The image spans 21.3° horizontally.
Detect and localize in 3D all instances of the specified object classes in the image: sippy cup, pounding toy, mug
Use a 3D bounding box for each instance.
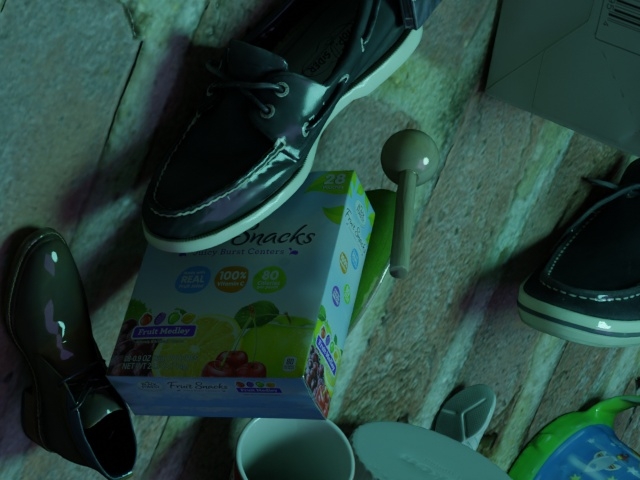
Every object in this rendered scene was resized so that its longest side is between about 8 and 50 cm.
[{"bbox_3d":[0.367,0.365,2.132,0.240,0.224,0.305,-20,128,-41],"label":"sippy cup"},{"bbox_3d":[0.000,0.000,1.551,0.237,0.110,0.183,-49,-164,48],"label":"pounding toy"},{"bbox_3d":[-0.036,0.238,1.649,0.169,0.113,0.150,111,3,-50],"label":"mug"}]

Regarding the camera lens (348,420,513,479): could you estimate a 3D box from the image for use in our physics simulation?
[{"bbox_3d":[0.071,0.353,1.763,0.219,0.219,0.274,1,117,-50],"label":"camera lens"}]

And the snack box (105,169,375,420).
[{"bbox_3d":[-0.062,0.042,1.398,0.070,0.174,0.207,64,32,-47],"label":"snack box"}]

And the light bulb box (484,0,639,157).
[{"bbox_3d":[0.389,-0.299,1.731,0.361,0.225,0.358,-14,123,-43],"label":"light bulb box"}]

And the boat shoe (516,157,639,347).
[{"bbox_3d":[0.388,-0.015,1.958,0.500,0.187,0.156,-27,126,-44],"label":"boat shoe"}]

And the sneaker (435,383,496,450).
[{"bbox_3d":[0.155,0.230,1.946,0.152,0.053,0.061,-60,153,7],"label":"sneaker"}]

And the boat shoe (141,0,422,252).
[{"bbox_3d":[-0.038,-0.132,1.418,0.340,0.127,0.113,-43,138,-25],"label":"boat shoe"}]

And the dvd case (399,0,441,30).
[{"bbox_3d":[0.111,-0.308,1.494,0.221,0.018,0.164,-53,139,-46],"label":"dvd case"}]

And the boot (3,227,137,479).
[{"bbox_3d":[-0.195,0.097,1.396,0.082,0.106,0.219,-30,133,-35],"label":"boot"}]
